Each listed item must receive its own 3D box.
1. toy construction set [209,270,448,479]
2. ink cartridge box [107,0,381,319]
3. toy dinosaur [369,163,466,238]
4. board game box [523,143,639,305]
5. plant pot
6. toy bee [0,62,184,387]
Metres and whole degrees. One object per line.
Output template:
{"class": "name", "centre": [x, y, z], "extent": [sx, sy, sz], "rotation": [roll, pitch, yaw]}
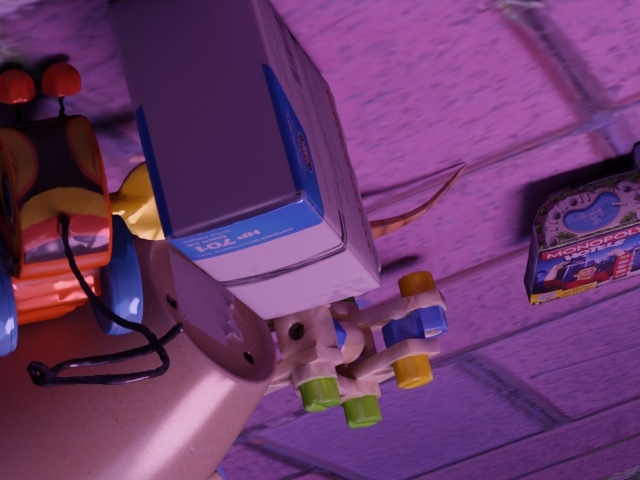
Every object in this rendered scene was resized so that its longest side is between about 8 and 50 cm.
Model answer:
{"class": "toy construction set", "centre": [-0.066, 0.122, 1.514], "extent": [0.327, 0.151, 0.215], "rotation": [-40, 153, 27]}
{"class": "ink cartridge box", "centre": [-0.036, -0.048, 1.038], "extent": [0.082, 0.140, 0.191], "rotation": [-18, 161, 7]}
{"class": "toy dinosaur", "centre": [0.000, 0.000, 1.329], "extent": [0.211, 0.064, 0.112], "rotation": [-4, 156, -35]}
{"class": "board game box", "centre": [0.252, -0.028, 1.473], "extent": [0.194, 0.060, 0.194], "rotation": [-16, 160, -3]}
{"class": "plant pot", "centre": [-0.172, 0.119, 1.292], "extent": [0.274, 0.256, 0.256], "rotation": [-38, 154, 21]}
{"class": "toy bee", "centre": [-0.146, -0.018, 1.067], "extent": [0.195, 0.162, 0.298], "rotation": [-11, -173, -40]}
